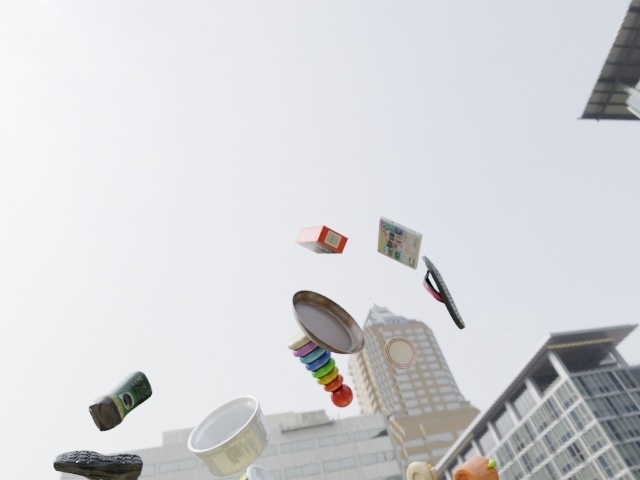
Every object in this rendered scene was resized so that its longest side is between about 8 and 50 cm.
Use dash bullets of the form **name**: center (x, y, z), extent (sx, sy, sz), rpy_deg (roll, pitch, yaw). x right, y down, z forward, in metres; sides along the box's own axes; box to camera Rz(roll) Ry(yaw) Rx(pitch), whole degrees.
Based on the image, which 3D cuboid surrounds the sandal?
- **sandal**: center (0.251, 0.112, 0.989), extent (0.040, 0.179, 0.067), rpy_deg (-31, -25, 22)

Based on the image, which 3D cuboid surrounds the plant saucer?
- **plant saucer**: center (0.020, 0.296, 1.634), extent (0.310, 0.311, 0.050), rpy_deg (21, -67, -33)

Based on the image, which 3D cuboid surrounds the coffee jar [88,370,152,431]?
- **coffee jar**: center (-0.569, 0.457, 1.318), extent (0.079, 0.184, 0.096), rpy_deg (-19, -84, 18)

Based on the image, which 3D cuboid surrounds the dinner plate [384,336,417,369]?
- **dinner plate**: center (0.336, 0.470, 1.929), extent (0.141, 0.141, 0.017), rpy_deg (-42, -11, 24)

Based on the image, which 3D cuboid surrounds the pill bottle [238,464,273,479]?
- **pill bottle**: center (-0.228, 0.781, 1.389), extent (0.103, 0.103, 0.184), rpy_deg (34, -86, -39)

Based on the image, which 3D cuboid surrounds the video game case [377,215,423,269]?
- **video game case**: center (0.243, 0.009, 1.433), extent (0.019, 0.143, 0.157), rpy_deg (-46, -30, -32)

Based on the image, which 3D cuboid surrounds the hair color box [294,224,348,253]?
- **hair color box**: center (0.000, 0.000, 1.087), extent (0.072, 0.141, 0.043), rpy_deg (27, -101, -20)

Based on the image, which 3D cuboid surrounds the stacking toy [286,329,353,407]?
- **stacking toy**: center (0.012, 0.486, 1.746), extent (0.141, 0.141, 0.330), rpy_deg (-31, -86, 15)

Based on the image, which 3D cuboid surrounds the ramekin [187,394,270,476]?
- **ramekin**: center (-0.312, 0.691, 1.630), extent (0.277, 0.277, 0.135), rpy_deg (-25, -78, 8)

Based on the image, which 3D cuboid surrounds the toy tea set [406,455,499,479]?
- **toy tea set**: center (0.350, 0.684, 1.238), extent (0.124, 0.200, 0.336), rpy_deg (6, -20, -41)

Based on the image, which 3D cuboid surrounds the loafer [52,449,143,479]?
- **loafer**: center (-0.591, 0.611, 1.227), extent (0.223, 0.076, 0.078), rpy_deg (16, -90, -21)
